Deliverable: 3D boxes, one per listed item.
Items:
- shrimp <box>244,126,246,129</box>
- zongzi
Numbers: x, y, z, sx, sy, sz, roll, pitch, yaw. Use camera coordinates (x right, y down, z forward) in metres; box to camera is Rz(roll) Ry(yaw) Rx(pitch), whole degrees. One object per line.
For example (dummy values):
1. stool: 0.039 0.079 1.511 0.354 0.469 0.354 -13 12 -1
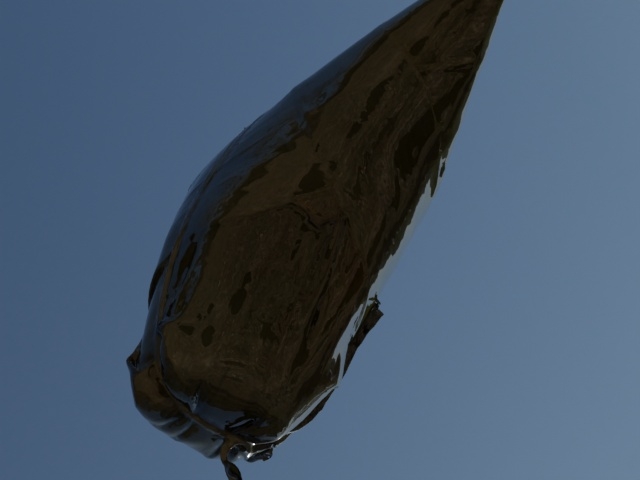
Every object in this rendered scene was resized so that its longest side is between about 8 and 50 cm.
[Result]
1. shrimp: -0.023 -0.088 1.773 0.116 0.145 0.343 3 -162 -17
2. zongzi: 0.000 0.000 1.126 0.181 0.418 0.447 35 -149 -13
